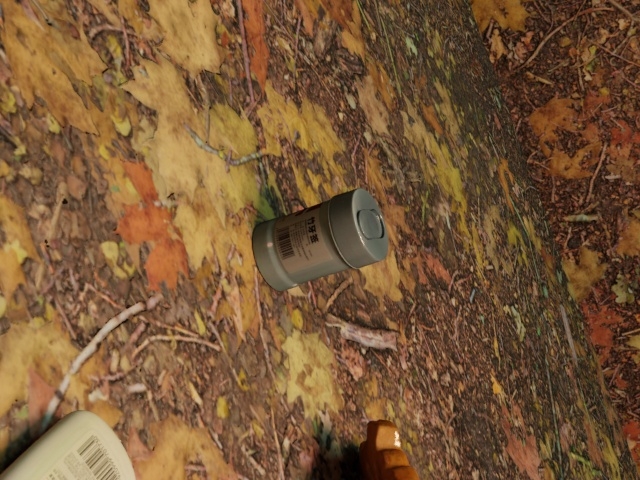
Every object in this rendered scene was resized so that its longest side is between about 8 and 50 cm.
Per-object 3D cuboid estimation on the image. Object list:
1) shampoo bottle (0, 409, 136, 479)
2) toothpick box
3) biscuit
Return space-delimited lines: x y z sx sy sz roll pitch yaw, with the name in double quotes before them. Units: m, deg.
"shampoo bottle" -0.228 0.231 0.794 0.108 0.051 0.221 67 26 -12
"toothpick box" 0.000 0.000 1.297 0.101 0.153 0.101 44 36 -46
"biscuit" 0.092 0.381 1.240 0.284 0.043 0.306 148 -66 -81
